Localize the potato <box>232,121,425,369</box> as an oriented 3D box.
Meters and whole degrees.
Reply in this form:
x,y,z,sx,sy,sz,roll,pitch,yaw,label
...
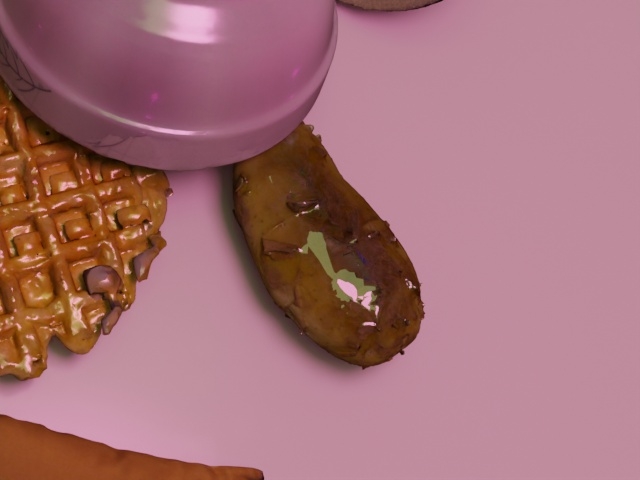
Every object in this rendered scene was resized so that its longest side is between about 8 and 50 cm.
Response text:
x,y,z,sx,sy,sz,roll,pitch,yaw,label
0.000,0.000,1.398,0.117,0.090,0.225,-28,81,-39,potato

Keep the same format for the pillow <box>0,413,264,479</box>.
x,y,z,sx,sy,sz,roll,pitch,yaw,label
-0.221,0.266,1.228,0.312,0.119,0.310,19,66,-11,pillow

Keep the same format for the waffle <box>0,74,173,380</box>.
x,y,z,sx,sy,sz,roll,pitch,yaw,label
-0.246,-0.038,1.345,0.262,0.060,0.280,30,66,-5,waffle

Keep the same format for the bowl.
x,y,z,sx,sy,sz,roll,pitch,yaw,label
-0.112,-0.208,1.352,0.287,0.144,0.287,9,56,-14,bowl

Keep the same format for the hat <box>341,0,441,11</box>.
x,y,z,sx,sy,sz,roll,pitch,yaw,label
0.066,-0.333,1.484,0.257,0.257,0.130,44,30,-2,hat
